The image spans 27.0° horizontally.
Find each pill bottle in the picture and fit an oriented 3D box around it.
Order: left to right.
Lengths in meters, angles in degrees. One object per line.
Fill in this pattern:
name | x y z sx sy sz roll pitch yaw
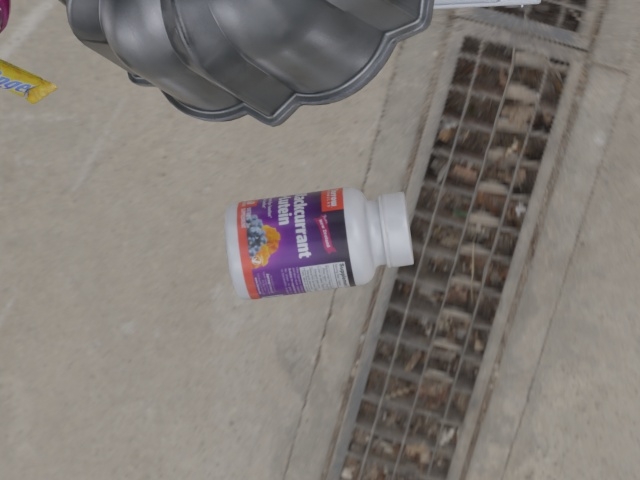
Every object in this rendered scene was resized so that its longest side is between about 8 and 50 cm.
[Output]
pill bottle | 0.000 0.000 1.439 0.193 0.108 0.108 -8 99 5

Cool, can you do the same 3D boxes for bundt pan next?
bundt pan | -0.066 -0.245 0.878 0.330 0.124 0.331 -3 84 29

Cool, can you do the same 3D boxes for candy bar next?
candy bar | -0.340 -0.174 1.349 0.040 0.161 0.018 -26 61 31

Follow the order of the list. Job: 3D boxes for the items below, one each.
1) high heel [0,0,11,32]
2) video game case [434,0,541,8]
high heel | -0.305 -0.169 0.796 0.244 0.117 0.082 12 127 -20
video game case | 0.122 -0.247 1.248 0.143 0.157 0.019 -3 116 -1
